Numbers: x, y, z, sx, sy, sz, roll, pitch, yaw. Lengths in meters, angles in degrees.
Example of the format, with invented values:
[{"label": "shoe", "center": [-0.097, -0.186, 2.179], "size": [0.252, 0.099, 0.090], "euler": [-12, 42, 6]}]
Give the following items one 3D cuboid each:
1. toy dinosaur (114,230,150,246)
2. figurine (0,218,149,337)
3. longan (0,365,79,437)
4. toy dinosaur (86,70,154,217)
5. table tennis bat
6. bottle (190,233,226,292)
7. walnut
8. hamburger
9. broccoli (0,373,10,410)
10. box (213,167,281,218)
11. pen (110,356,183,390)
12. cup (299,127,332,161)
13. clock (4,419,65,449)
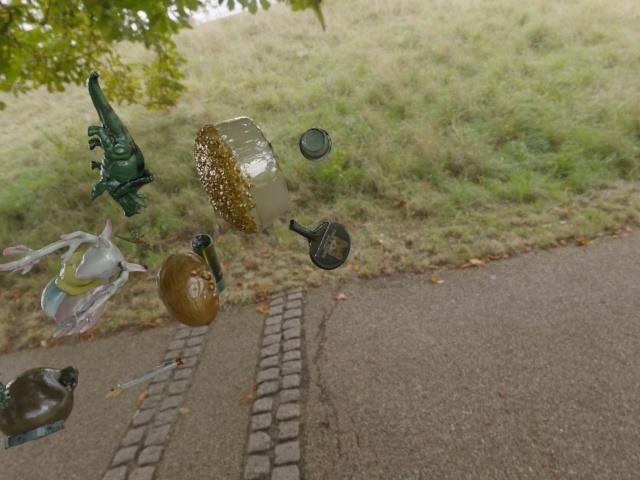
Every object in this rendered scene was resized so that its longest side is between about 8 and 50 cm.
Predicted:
[{"label": "toy dinosaur", "center": [-0.597, -0.010, 1.373], "size": [0.041, 0.113, 0.026], "euler": [-61, 23, 19]}, {"label": "figurine", "center": [-0.537, 0.101, 0.970], "size": [0.315, 0.206, 0.284], "euler": [-44, 5, 38]}, {"label": "longan", "center": [-0.710, 0.404, 1.096], "size": [0.184, 0.159, 0.204], "euler": [24, 52, 28]}, {"label": "toy dinosaur", "center": [-0.410, -0.171, 0.827], "size": [0.120, 0.292, 0.079], "euler": [-16, 38, -4]}, {"label": "table tennis bat", "center": [0.000, 0.000, 1.287], "size": [0.027, 0.236, 0.150], "euler": [14, 78, 54]}, {"label": "bottle", "center": [-0.431, 0.098, 1.673], "size": [0.082, 0.286, 0.082], "euler": [-1, 49, 1]}, {"label": "walnut", "center": [-0.351, 0.129, 1.098], "size": [0.167, 0.211, 0.087], "euler": [-30, -6, 20]}, {"label": "hamburger", "center": [-0.192, -0.147, 1.018], "size": [0.179, 0.276, 0.294], "euler": [-28, 2, -9]}, {"label": "broccoli", "center": [-0.584, 0.269, 0.678], "size": [0.160, 0.167, 0.154], "euler": [-54, -6, 30]}, {"label": "box", "center": [-0.218, -0.141, 1.298], "size": [0.247, 0.129, 0.033], "euler": [-5, 13, 16]}, {"label": "pen", "center": [-0.520, 0.405, 1.291], "size": [0.218, 0.026, 0.026], "euler": [-22, 16, -10]}, {"label": "cup", "center": [-0.017, -0.341, 1.495], "size": [0.120, 0.120, 0.141], "euler": [-22, 2, 0]}, {"label": "clock", "center": [-0.467, 0.317, 0.705], "size": [0.085, 0.017, 0.085], "euler": [-18, -13, -4]}]
